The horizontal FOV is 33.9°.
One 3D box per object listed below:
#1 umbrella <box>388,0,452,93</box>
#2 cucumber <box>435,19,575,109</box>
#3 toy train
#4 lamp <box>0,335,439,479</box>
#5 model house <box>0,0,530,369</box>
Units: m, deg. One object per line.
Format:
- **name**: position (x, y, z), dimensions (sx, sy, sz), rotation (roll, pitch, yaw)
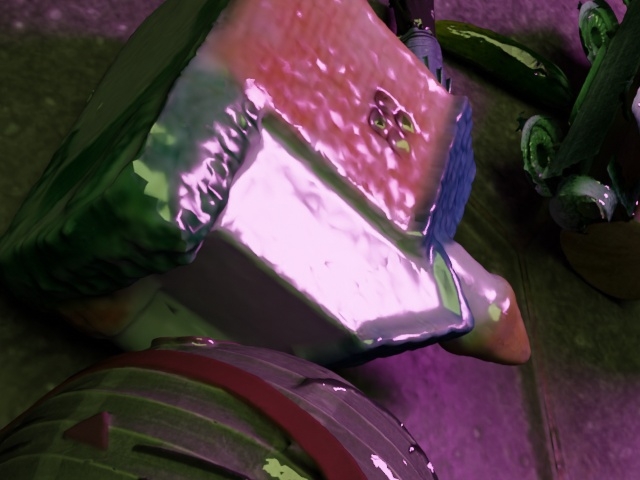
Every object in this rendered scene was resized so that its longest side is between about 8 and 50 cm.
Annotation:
- **umbrella**: position (0.079, -0.104, 0.834), dimensions (0.053, 0.052, 0.250), rotation (13, 61, -19)
- **cucumber**: position (0.164, -0.155, 0.913), dimensions (0.168, 0.039, 0.039), rotation (25, 57, -12)
- **toy train**: position (0.279, -0.094, 0.873), dimensions (0.189, 0.126, 0.307), rotation (48, 51, -22)
- **lamp**: position (-0.058, 0.163, 0.492), dimensions (0.233, 0.265, 0.233), rotation (21, 63, -48)
- **model house**: position (0.000, 0.000, 0.689), dimensions (0.325, 0.194, 0.267), rotation (39, 51, -21)
